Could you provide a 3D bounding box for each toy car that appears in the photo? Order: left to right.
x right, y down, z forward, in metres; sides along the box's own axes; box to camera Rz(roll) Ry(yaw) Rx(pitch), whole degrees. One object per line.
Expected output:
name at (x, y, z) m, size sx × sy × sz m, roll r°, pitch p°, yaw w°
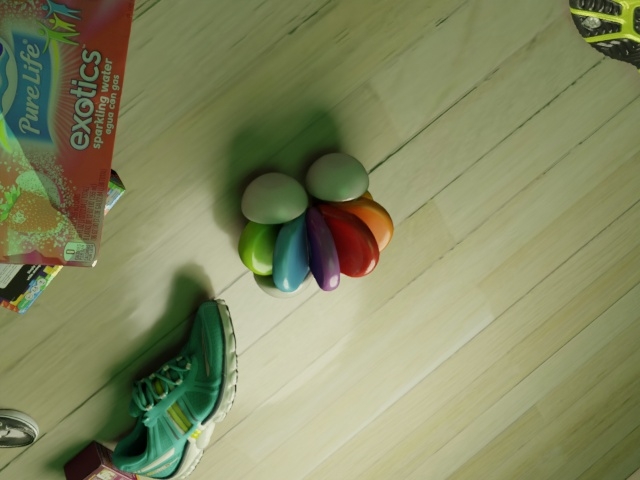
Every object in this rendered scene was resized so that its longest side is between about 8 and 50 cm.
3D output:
toy car at (0.000, 0.000, 0.808) m, size 0.182 × 0.136 × 0.159 m, roll -19°, pitch 130°, yaw -20°

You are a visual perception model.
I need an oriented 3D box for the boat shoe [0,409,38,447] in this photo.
boat shoe at (-0.384, 0.215, 0.786) m, size 0.142 × 0.040 × 0.049 m, roll 29°, pitch 103°, yaw -42°

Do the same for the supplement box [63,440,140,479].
supplement box at (-0.284, 0.308, 0.913) m, size 0.055 × 0.043 × 0.083 m, roll -39°, pitch 134°, yaw -2°

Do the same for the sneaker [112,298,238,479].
sneaker at (-0.177, 0.194, 0.865) m, size 0.110 × 0.107 × 0.275 m, roll 14°, pitch 113°, yaw -28°

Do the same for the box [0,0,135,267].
box at (-0.231, -0.118, 0.539) m, size 0.122 × 0.128 × 0.257 m, roll 5°, pitch 100°, yaw -36°

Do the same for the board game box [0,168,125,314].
board game box at (-0.296, -0.027, 0.664) m, size 0.170 × 0.048 × 0.141 m, roll -48°, pitch 131°, yaw 6°

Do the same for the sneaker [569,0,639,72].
sneaker at (0.447, -0.302, 0.901) m, size 0.384 × 0.145 × 0.147 m, roll 24°, pitch 82°, yaw -42°
